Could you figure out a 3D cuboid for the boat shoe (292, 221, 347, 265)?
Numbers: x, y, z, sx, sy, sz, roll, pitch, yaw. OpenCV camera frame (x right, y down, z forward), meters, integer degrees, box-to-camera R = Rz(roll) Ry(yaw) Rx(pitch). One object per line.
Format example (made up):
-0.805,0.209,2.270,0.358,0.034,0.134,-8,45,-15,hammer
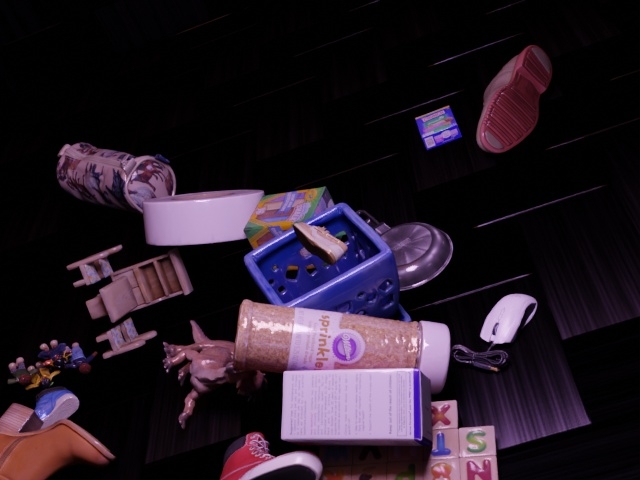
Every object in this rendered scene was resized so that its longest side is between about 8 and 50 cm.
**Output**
0.000,0.000,1.743,0.045,0.050,0.135,-33,44,-19,boat shoe

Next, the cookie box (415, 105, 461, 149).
0.286,-0.275,2.338,0.091,0.040,0.107,-21,32,8,cookie box

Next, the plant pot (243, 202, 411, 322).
0.023,0.101,1.821,0.235,0.212,0.236,-30,33,-6,plant pot

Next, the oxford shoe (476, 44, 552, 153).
0.435,-0.311,2.258,0.130,0.123,0.348,-27,22,51,oxford shoe

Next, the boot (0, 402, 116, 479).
-0.545,0.442,1.820,0.283,0.109,0.220,15,59,21,boot

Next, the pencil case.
-0.567,-0.176,2.632,0.410,0.184,0.160,14,49,45,pencil case

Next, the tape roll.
-0.265,-0.056,2.217,0.286,0.100,0.286,-5,7,1,tape roll

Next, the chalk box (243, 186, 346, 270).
-0.035,-0.024,2.111,0.213,0.132,0.132,-6,37,28,chalk box

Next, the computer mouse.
0.318,0.151,1.712,0.106,0.042,0.193,8,45,41,computer mouse

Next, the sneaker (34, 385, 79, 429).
-0.578,0.362,1.992,0.152,0.058,0.084,-41,33,-17,sneaker

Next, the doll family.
-0.584,0.277,2.103,0.193,0.076,0.111,-33,29,-18,doll family

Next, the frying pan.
0.172,-0.011,2.040,0.197,0.053,0.326,-18,36,10,frying pan

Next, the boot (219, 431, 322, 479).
-0.086,0.362,1.592,0.244,0.088,0.176,-33,23,31,boot

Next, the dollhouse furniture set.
-0.401,0.109,2.099,0.160,0.212,0.242,-19,6,12,dollhouse furniture set

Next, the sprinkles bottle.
0.035,0.180,1.622,0.355,0.121,0.121,7,36,-3,sprinkles bottle

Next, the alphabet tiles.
0.129,0.387,1.471,0.285,0.011,0.343,-6,42,11,alphabet tiles

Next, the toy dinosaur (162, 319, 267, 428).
-0.190,0.240,1.860,0.200,0.127,0.296,-17,20,-1,toy dinosaur

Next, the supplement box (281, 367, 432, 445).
0.058,0.265,1.511,0.219,0.111,0.114,-4,73,14,supplement box
